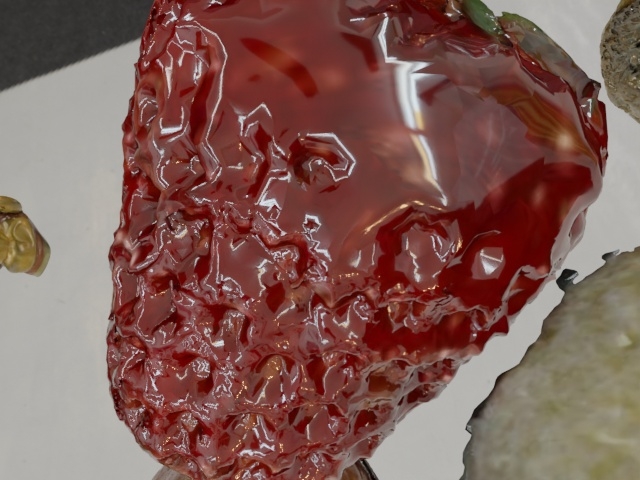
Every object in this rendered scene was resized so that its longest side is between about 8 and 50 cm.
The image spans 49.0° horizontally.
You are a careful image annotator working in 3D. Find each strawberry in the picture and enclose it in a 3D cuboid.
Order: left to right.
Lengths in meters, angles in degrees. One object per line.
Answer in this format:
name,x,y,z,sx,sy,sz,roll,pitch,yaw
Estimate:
strawberry,0.000,0.000,0.448,0.295,0.317,0.345,13,77,48

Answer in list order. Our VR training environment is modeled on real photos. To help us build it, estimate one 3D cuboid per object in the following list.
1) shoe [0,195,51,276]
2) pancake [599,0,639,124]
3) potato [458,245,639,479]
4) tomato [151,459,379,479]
shoe,-0.299,-0.008,0.646,0.072,0.069,0.109,-48,64,16
pancake,0.500,-0.190,0.771,0.386,0.387,0.082,21,71,26
potato,0.253,0.147,0.329,0.288,0.237,0.301,2,42,42
tomato,-0.069,0.254,0.574,0.181,0.155,0.214,47,122,2
